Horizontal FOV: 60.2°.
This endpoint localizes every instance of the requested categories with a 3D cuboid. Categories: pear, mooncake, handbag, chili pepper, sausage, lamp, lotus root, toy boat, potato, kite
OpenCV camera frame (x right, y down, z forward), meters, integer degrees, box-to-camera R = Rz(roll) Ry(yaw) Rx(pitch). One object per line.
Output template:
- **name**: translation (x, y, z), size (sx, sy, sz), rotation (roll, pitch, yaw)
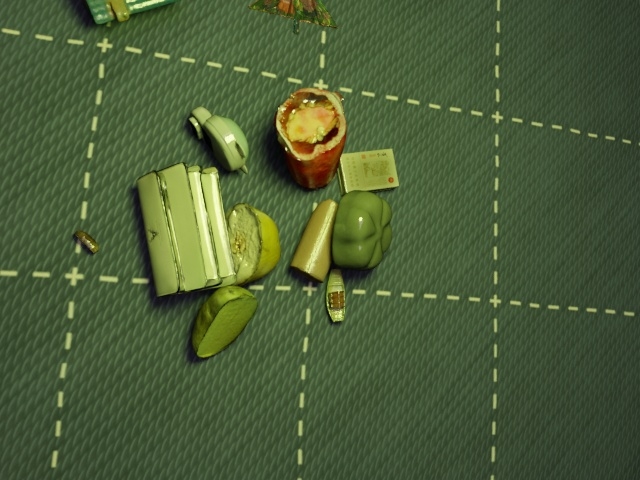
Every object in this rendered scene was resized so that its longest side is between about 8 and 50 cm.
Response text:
- **pear**: translation (-0.199, 0.026, 1.695), size (0.178, 0.267, 0.267), rotation (11, 80, -42)
- **mooncake**: translation (0.135, -0.031, 1.752), size (0.135, 0.275, 0.275), rotation (9, 78, 27)
- **handbag**: translation (-0.405, -0.026, 1.608), size (0.160, 0.236, 0.359), rotation (-5, 83, -57)
- **chili pepper**: translation (-0.038, -0.308, 1.738), size (0.229, 0.305, 0.251), rotation (-17, 76, -10)
- **sausage**: translation (0.000, 0.000, 1.781), size (0.123, 0.123, 0.253), rotation (26, 77, -13)
- **lamp**: translation (-0.303, -0.320, 1.702), size (0.108, 0.179, 0.246), rotation (-40, 76, -21)
- **lotus root**: translation (-0.681, 0.000, 1.615), size (0.083, 0.037, 0.030), rotation (45, 70, -7)
- **toy boat**: translation (0.051, 0.180, 1.806), size (0.065, 0.066, 0.172), rotation (-1, 83, -14)
- **potato**: translation (-0.300, 0.221, 1.630), size (0.160, 0.272, 0.111), rotation (-7, 47, -49)
- **kite**: translation (-0.084, -0.826, 1.905), size (0.321, 0.016, 0.234), rotation (7, 82, -16)

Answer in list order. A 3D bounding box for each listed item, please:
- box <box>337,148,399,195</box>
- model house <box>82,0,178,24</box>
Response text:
- **box**: translation (0.158, -0.234, 1.890), size (0.201, 0.058, 0.141), rotation (-10, 87, -17)
- **model house**: translation (-0.552, -0.842, 1.569), size (0.334, 0.382, 0.343), rotation (-23, 86, -16)
